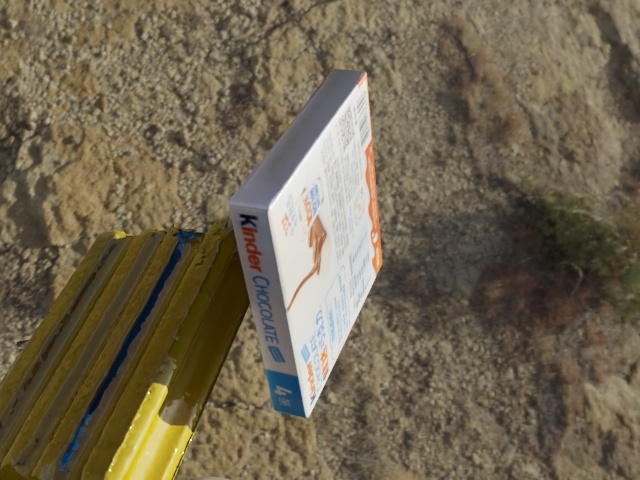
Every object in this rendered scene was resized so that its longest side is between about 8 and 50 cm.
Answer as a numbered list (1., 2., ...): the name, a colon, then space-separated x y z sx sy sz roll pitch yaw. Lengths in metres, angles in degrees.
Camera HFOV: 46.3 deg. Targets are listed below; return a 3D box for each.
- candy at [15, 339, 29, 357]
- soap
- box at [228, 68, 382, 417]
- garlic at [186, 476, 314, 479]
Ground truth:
1. candy: -0.485 0.274 1.549 0.265 0.116 0.156 -9 120 -13
2. soap: -0.206 0.124 0.784 0.096 0.204 0.324 63 36 -40
3. box: 0.000 0.000 0.793 0.265 0.048 0.273 -59 151 -47
4. garlic: -0.090 0.287 0.752 0.148 0.129 0.266 33 15 0
